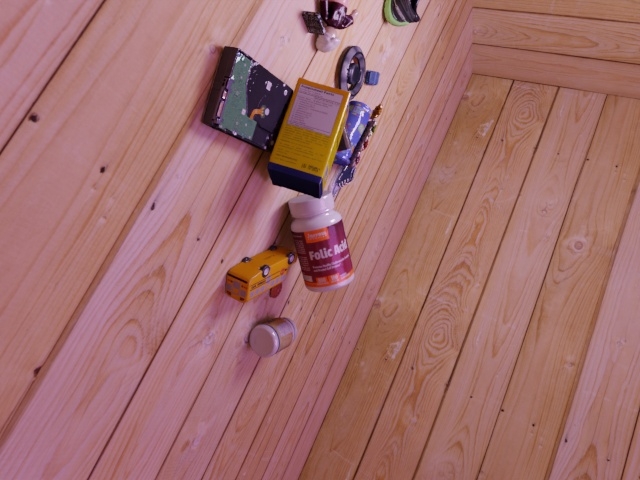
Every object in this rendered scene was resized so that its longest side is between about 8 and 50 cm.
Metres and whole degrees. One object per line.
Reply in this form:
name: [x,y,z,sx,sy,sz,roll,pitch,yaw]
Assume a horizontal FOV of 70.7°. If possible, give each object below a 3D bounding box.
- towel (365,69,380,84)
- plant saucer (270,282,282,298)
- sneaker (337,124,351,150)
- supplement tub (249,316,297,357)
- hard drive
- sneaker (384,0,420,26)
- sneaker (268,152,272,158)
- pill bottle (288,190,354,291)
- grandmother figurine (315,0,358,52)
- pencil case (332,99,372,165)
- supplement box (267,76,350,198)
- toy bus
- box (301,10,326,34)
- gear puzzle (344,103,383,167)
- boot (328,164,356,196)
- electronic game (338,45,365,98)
towel: [0.253,-0.794,2.208,0.119,0.029,0.067,-27,131,-58]
plant saucer: [-0.200,0.219,2.029,0.083,0.013,0.083,-46,147,-44]
sneaker: [0.043,-0.473,1.864,0.083,0.118,0.222,-42,118,-73]
supplement tub: [-0.205,0.425,2.010,0.200,0.144,0.144,-10,117,-63]
hard drive: [-0.220,-0.432,1.441,0.339,0.064,0.236,6,102,-66]
sneaker: [0.443,-1.235,2.068,0.185,0.202,0.482,-25,130,-58]
sneaker: [-0.171,-0.300,1.681,0.037,0.032,0.083,-46,147,-43]
pill bottle: [0.000,0.000,1.917,0.224,0.224,0.392,-35,116,-52]
grandmother figurine: [0.064,-0.873,1.683,0.208,0.104,0.342,10,103,-38]
pencil case: [0.130,-0.483,2.069,0.133,0.119,0.306,35,76,-51]
supplement box: [-0.037,-0.362,1.628,0.195,0.194,0.356,89,19,-80]
toy bus: [-0.224,0.123,1.790,0.333,0.108,0.130,-26,131,-57]
box: [-0.023,-0.770,1.600,0.018,0.067,0.083,-63,154,-14]
gear puzzle: [0.206,-0.492,2.136,0.044,0.175,0.339,27,91,-24]
boot: [0.105,-0.287,2.203,0.069,0.086,0.190,27,83,-66]
electronic game: [0.139,-0.735,1.988,0.229,0.048,0.229,-44,144,-45]
